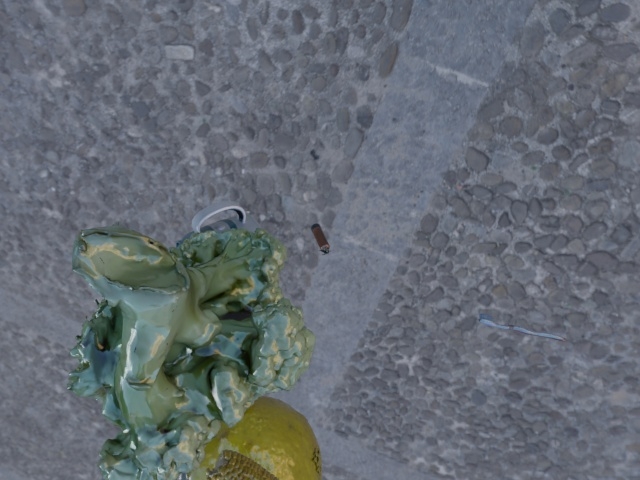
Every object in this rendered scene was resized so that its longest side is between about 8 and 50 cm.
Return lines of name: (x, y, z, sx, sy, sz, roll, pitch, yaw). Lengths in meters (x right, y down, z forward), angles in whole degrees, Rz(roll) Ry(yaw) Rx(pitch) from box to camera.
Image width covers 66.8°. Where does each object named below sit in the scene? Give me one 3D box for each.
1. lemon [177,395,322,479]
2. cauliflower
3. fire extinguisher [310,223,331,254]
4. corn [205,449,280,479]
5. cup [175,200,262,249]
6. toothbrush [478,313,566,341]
lemon: (-0.182, 0.575, 1.223, 0.387, 0.350, 0.350, 5, 139, -38)
cauliflower: (-0.138, 0.112, 0.540, 0.260, 0.327, 0.281, 22, 160, -12)
fire extinguisher: (0.000, 0.000, 1.027, 0.028, 0.083, 0.022, -1, 137, -27)
corn: (-0.081, 0.424, 0.785, 0.238, 0.080, 0.080, 40, 126, -6)
cup: (-0.291, 0.021, 1.461, 0.219, 0.257, 0.290, 39, 140, 42)
toothbrush: (0.390, 0.171, 0.931, 0.193, 0.019, 0.013, 15, 147, -11)
